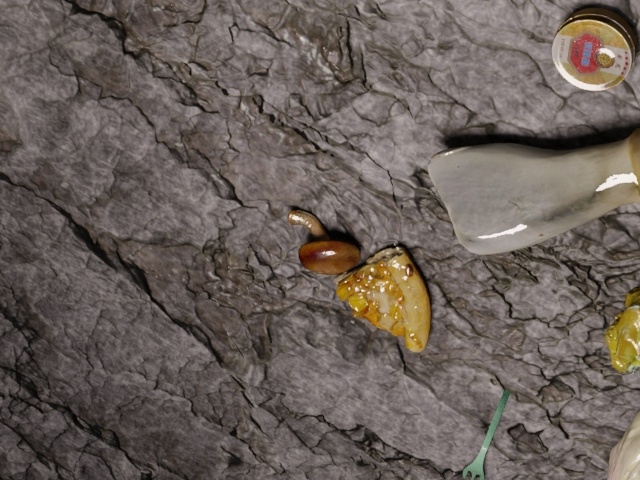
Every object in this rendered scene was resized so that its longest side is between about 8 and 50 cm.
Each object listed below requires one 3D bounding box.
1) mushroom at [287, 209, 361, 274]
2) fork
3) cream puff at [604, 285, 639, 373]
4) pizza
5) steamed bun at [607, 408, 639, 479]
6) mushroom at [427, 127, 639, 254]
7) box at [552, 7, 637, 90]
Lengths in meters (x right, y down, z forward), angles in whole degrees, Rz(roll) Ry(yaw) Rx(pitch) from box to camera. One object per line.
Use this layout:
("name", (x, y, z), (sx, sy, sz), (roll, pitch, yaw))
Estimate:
("mushroom", (-0.006, 0.010, 2.194), (0.129, 0.073, 0.088), (37, 175, 5))
("fork", (0.267, 0.324, 2.333), (0.039, 0.021, 0.235), (20, 133, 9))
("cream puff", (0.457, 0.120, 1.995), (0.156, 0.156, 0.121), (-19, 84, 38))
("pizza", (0.092, 0.083, 2.205), (0.161, 0.062, 0.182), (15, 133, 19))
("steamed bun", (0.558, 0.370, 2.090), (0.320, 0.206, 0.275), (-26, 109, 36))
("mushroom", (0.311, -0.075, 1.920), (0.328, 0.122, 0.159), (-13, 127, 35))
("box", (0.346, -0.241, 1.823), (0.105, 0.037, 0.106), (14, 131, 17))
